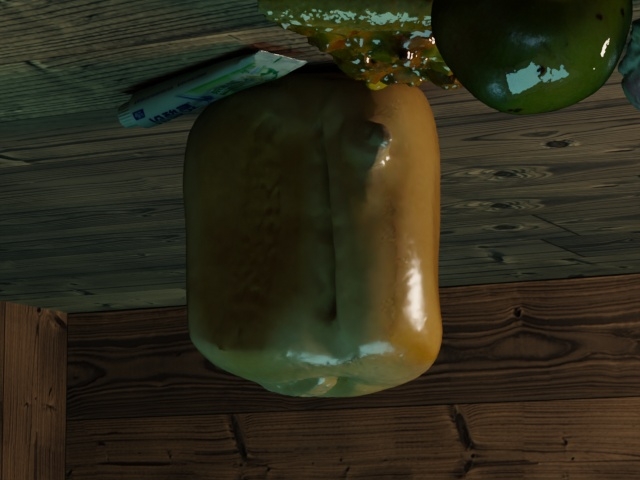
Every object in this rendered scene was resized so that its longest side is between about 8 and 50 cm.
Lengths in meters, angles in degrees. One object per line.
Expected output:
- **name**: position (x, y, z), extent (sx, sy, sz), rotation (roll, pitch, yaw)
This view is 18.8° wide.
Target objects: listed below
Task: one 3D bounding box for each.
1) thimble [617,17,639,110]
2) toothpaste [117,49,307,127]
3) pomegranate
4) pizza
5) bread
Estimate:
- **thimble**: position (0.377, -0.166, 1.782), extent (0.149, 0.185, 0.211), rotation (41, -150, 23)
- **toothpaste**: position (-0.139, -0.178, 2.268), extent (0.074, 0.048, 0.297), rotation (8, 165, -41)
- **pomegranate**: position (0.191, -0.216, 1.695), extent (0.181, 0.182, 0.224), rotation (0, 150, -5)
- **pizza**: position (0.106, -0.219, 1.917), extent (0.257, 0.087, 0.268), rotation (-8, 166, 26)
- **bread**: position (0.000, 0.000, 2.331), extent (0.348, 0.376, 0.253), rotation (-8, 169, 32)
